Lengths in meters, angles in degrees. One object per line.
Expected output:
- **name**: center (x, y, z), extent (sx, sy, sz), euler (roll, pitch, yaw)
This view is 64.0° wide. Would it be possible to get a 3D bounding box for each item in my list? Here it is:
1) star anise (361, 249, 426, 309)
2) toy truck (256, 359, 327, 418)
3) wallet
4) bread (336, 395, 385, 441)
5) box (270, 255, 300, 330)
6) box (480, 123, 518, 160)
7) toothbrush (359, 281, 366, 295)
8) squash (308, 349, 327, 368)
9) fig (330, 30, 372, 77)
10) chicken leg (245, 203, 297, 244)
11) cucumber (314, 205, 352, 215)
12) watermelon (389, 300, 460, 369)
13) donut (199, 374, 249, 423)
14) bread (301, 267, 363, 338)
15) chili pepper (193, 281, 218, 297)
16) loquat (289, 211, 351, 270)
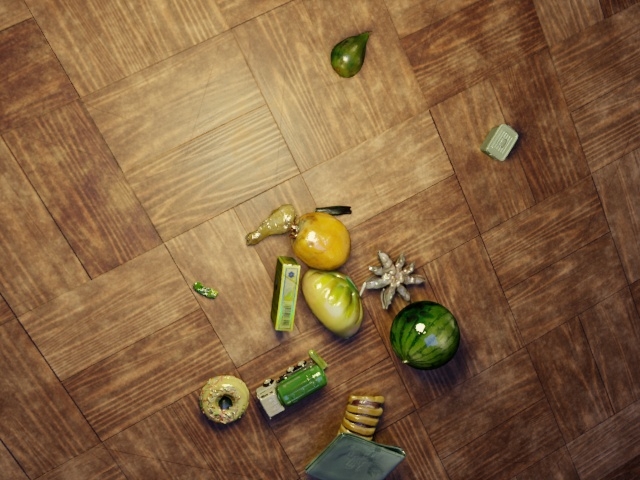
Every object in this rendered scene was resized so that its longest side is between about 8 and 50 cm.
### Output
- **star anise**: center (0.249, 0.129, 1.789), extent (0.229, 0.093, 0.236), euler (-22, 108, -7)
- **toy truck**: center (-0.096, 0.507, 1.760), extent (0.243, 0.125, 0.101), euler (-28, 105, -6)
- **wallet**: center (0.127, 0.801, 1.847), extent (0.291, 0.054, 0.251), euler (29, 113, -19)
- **bread**: center (0.147, 0.659, 1.860), extent (0.134, 0.081, 0.225), euler (16, 99, -14)
- **box**: center (-0.118, 0.171, 1.690), extent (0.064, 0.141, 0.219), euler (7, 98, -13)
- **box**: center (0.625, -0.345, 1.806), extent (0.084, 0.069, 0.122), euler (31, 92, -17)
- **toothbrush**: center (0.136, 0.209, 1.786), extent (0.017, 0.014, 0.162), euler (14, 122, -6)
- **squash**: center (-0.011, 0.419, 1.814), extent (0.027, 0.027, 0.083), euler (-42, 106, -3)
- **fig**: center (0.101, -0.606, 1.634), extent (0.117, 0.117, 0.177), euler (33, 75, -15)
- **chicken leg**: center (-0.162, -0.043, 1.685), extent (0.198, 0.069, 0.084), euler (-32, 103, 2)
- **cucumber**: center (0.044, -0.101, 1.736), extent (0.135, 0.034, 0.033), euler (-5, 95, -12)
- **watermelon**: center (0.362, 0.329, 1.775), extent (0.243, 0.242, 0.242), euler (-2, 100, -12)
- **donut**: center (-0.326, 0.545, 1.744), extent (0.175, 0.068, 0.174), euler (-2, 100, -13)
- **bread**: center (0.049, 0.209, 1.712), extent (0.158, 0.156, 0.260), euler (-38, 107, 12)
- **chili pepper**: center (-0.379, 0.165, 1.693), extent (0.091, 0.034, 0.030), euler (31, 58, -15)
- **loquat**: center (0.000, 0.000, 1.662), extent (0.234, 0.187, 0.176), euler (30, 103, -23)
